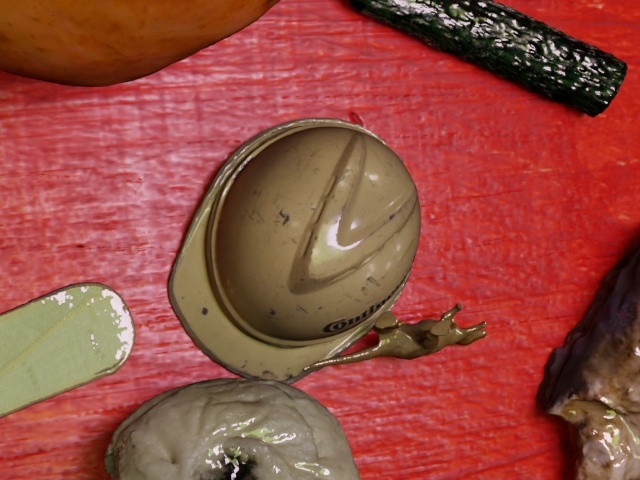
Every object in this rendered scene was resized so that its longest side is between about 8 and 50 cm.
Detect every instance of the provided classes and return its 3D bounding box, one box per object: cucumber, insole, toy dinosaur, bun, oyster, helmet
[{"bbox_3d":[0.151,-0.197,1.221,0.293,0.067,0.068,21,81,-14],"label":"cucumber"},{"bbox_3d":[-0.317,0.133,1.081,0.348,0.009,0.119,-25,94,-17],"label":"insole"},{"bbox_3d":[0.073,0.098,1.183,0.162,0.126,0.039,-22,70,9],"label":"toy dinosaur"},{"bbox_3d":[-0.067,0.195,1.066,0.221,0.108,0.221,7,41,-6],"label":"bun"},{"bbox_3d":[0.296,0.105,1.219,0.110,0.166,0.341,27,96,-23],"label":"oyster"},{"bbox_3d":[-0.001,0.003,1.122,0.204,0.137,0.258,37,77,-12],"label":"helmet"}]

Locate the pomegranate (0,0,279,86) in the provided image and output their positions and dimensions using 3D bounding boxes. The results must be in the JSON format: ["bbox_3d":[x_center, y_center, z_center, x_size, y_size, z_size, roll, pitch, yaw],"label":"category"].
[{"bbox_3d":[-0.172,-0.315,0.994,0.410,0.410,0.410,1,87,-18],"label":"pomegranate"}]
